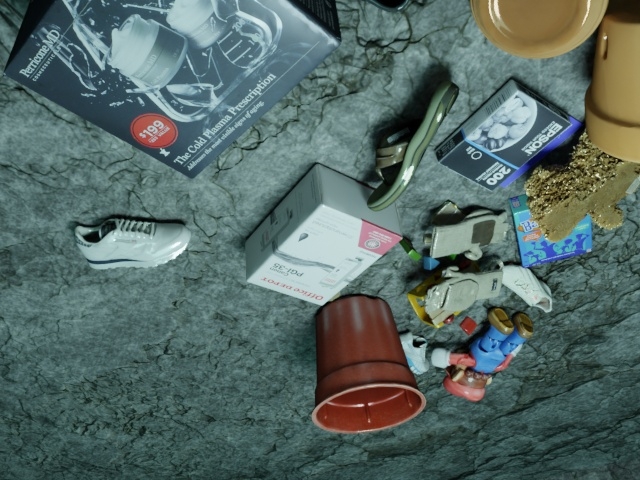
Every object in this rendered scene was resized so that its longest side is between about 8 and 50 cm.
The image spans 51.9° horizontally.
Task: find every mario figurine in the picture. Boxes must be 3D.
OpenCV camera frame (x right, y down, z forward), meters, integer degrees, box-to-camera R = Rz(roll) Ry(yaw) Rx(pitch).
[{"bbox_3d":[0.438,0.303,1.830,0.198,0.170,0.321,35,124,7],"label":"mario figurine"}]

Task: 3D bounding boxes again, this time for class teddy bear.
[{"bbox_3d":[0.552,-0.135,1.270,0.338,0.113,0.245,-42,127,18],"label":"teddy bear"}]

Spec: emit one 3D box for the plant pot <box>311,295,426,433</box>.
[{"bbox_3d":[0.099,0.299,1.628,0.272,0.265,0.272,-5,142,-4],"label":"plant pot"}]

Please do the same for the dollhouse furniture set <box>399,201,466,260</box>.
[{"bbox_3d":[0.246,-0.027,1.442,0.076,0.059,0.152,33,107,-31],"label":"dollhouse furniture set"}]

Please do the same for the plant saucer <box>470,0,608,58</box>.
[{"bbox_3d":[0.316,-0.354,0.966,0.199,0.037,0.200,18,140,16],"label":"plant saucer"}]

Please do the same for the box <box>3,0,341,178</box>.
[{"bbox_3d":[-0.202,-0.304,0.921,0.312,0.179,0.343,30,129,-34],"label":"box"}]

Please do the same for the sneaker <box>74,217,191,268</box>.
[{"bbox_3d":[-0.385,-0.003,1.350,0.235,0.090,0.095,-10,132,3],"label":"sneaker"}]

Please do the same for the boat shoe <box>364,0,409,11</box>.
[{"bbox_3d":[0.012,-0.421,0.853,0.127,0.113,0.340,-27,137,25],"label":"boat shoe"}]

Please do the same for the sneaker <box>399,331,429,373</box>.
[{"bbox_3d":[0.269,0.310,1.828,0.083,0.071,0.190,-30,136,19],"label":"sneaker"}]

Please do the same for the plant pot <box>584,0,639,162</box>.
[{"bbox_3d":[0.541,-0.277,0.988,0.290,0.291,0.204,-16,124,13],"label":"plant pot"}]

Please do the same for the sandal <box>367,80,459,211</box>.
[{"bbox_3d":[0.152,-0.177,1.197,0.086,0.120,0.303,29,134,2],"label":"sandal"}]

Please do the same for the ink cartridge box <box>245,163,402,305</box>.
[{"bbox_3d":[0.000,0.000,1.369,0.207,0.117,0.283,21,134,-29],"label":"ink cartridge box"}]

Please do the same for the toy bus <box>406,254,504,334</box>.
[{"bbox_3d":[0.304,0.113,1.555,0.202,0.191,0.104,14,180,-22],"label":"toy bus"}]

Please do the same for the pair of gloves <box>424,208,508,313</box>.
[{"bbox_3d":[0.319,0.045,1.446,0.204,0.042,0.240,-17,123,-22],"label":"pair of gloves"}]

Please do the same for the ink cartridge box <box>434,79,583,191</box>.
[{"bbox_3d":[0.361,-0.183,1.247,0.208,0.045,0.206,20,134,-30],"label":"ink cartridge box"}]

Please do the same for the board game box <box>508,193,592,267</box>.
[{"bbox_3d":[0.510,-0.032,1.448,0.160,0.047,0.210,-16,139,13],"label":"board game box"}]

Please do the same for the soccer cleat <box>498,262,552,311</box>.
[{"bbox_3d":[0.506,0.115,1.606,0.196,0.076,0.068,26,131,-33],"label":"soccer cleat"}]

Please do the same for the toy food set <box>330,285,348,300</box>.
[{"bbox_3d":[0.021,0.111,1.588,0.077,0.019,0.122,10,148,-22],"label":"toy food set"}]
